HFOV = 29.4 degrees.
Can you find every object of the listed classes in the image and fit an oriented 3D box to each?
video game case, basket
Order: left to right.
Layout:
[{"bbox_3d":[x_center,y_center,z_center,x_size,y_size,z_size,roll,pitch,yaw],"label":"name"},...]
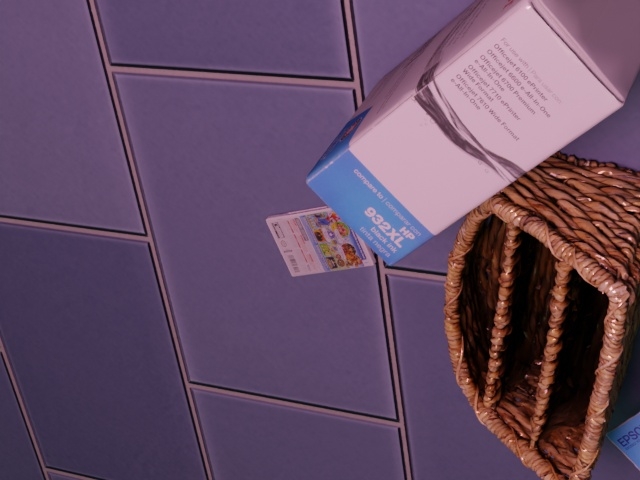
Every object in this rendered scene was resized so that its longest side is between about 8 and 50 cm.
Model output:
[{"bbox_3d":[0.000,0.000,1.497,0.122,0.011,0.087,-9,117,33],"label":"video game case"},{"bbox_3d":[0.225,0.080,1.292,0.213,0.223,0.299,16,130,17],"label":"basket"}]

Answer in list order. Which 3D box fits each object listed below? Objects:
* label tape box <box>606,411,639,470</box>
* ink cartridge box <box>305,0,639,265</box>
[{"bbox_3d":[0.527,0.240,1.320,0.347,0.115,0.249,41,132,0],"label":"label tape box"},{"bbox_3d":[0.159,-0.143,1.165,0.129,0.223,0.307,46,131,-9],"label":"ink cartridge box"}]
